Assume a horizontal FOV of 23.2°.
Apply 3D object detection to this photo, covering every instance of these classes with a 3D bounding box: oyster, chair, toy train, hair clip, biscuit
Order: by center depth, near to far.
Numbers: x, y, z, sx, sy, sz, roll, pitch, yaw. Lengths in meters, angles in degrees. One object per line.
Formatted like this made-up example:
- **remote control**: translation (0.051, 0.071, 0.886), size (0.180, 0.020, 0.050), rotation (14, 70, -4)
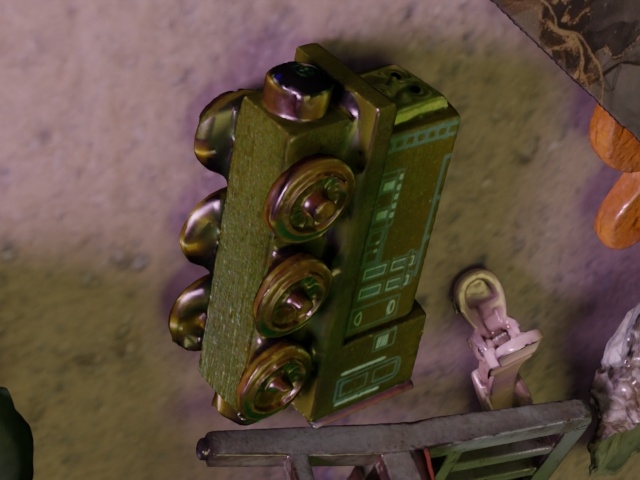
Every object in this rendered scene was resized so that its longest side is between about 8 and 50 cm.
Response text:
- **toy train**: translation (0.000, 0.000, 0.828), size (0.137, 0.090, 0.226), rotation (-18, 136, -34)
- **chair**: translation (0.050, 0.199, 0.951), size (0.270, 0.147, 0.136), rotation (0, 141, -24)
- **biscuit**: translation (0.239, -0.059, 0.993), size (0.165, 0.036, 0.250), rotation (-49, 143, 10)
- **hair clip**: translation (0.118, 0.099, 1.039), size (0.034, 0.072, 0.226), rotation (-26, 147, -10)
- **oyster**: translation (0.236, 0.097, 1.074), size (0.199, 0.087, 0.252), rotation (-35, 147, 23)

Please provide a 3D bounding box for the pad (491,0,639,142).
- **pad**: translation (0.224, -0.173, 0.855), size (0.248, 0.007, 0.367), rotation (-55, 136, 2)

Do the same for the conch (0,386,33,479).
- **conch**: translation (-0.234, 0.097, 0.706), size (0.196, 0.134, 0.202), rotation (-46, 148, -44)
